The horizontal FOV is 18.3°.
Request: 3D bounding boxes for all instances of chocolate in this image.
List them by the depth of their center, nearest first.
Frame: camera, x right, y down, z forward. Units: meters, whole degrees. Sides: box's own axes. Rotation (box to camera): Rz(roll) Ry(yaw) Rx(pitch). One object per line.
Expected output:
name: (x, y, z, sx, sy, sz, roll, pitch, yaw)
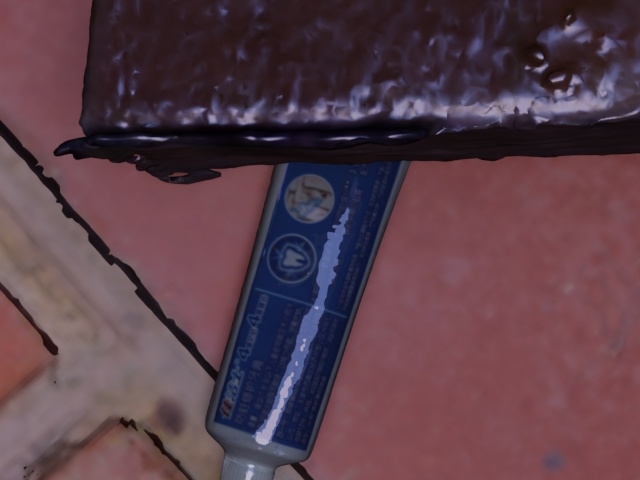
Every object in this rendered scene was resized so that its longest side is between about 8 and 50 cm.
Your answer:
chocolate: (0.085, -0.080, 0.584, 0.321, 0.112, 0.112, -2, 86, 10)

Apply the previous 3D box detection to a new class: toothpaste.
toothpaste: (0.000, 0.000, 0.667, 0.057, 0.035, 0.197, 18, 87, -9)
